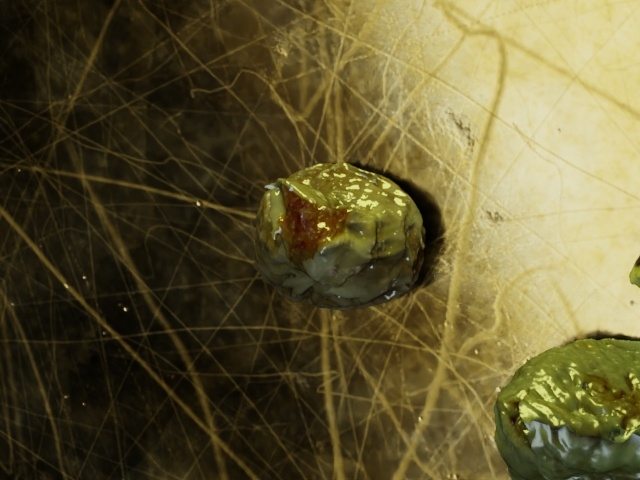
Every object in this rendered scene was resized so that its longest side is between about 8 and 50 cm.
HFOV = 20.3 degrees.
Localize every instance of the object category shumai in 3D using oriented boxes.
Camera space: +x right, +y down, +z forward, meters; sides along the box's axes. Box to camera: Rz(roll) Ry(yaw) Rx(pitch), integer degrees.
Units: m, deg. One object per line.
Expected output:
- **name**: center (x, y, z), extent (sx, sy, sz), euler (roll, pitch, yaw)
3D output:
- **shumai**: center (0.304, 0.236, 1.882), extent (0.255, 0.189, 0.218), euler (7, 115, 5)
- **shumai**: center (0.000, 0.000, 1.957), extent (0.206, 0.175, 0.166), euler (-1, 94, 24)

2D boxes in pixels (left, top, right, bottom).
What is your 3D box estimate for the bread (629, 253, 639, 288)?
- **bread**: center (0.485, 0.094, 1.830), extent (0.361, 0.077, 0.138), euler (40, 106, 14)
